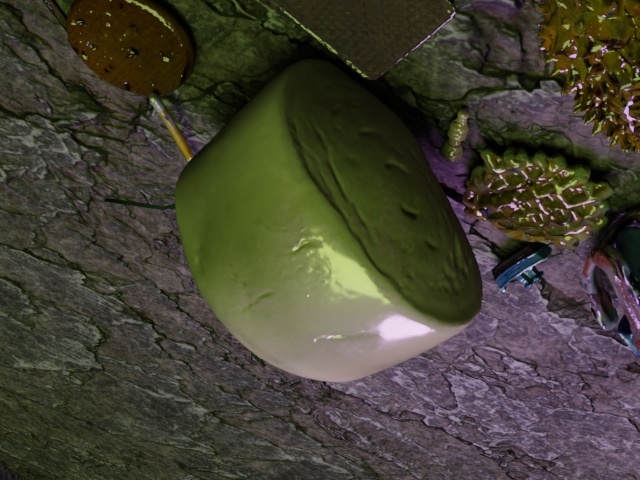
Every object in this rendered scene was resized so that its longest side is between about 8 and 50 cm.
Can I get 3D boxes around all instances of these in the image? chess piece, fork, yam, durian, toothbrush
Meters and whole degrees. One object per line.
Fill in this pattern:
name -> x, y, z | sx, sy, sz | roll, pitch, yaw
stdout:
chess piece -> 0.201, -0.159, 1.449 | 0.035, 0.035, 0.092 | 17, 142, 5
fork -> -0.311, -0.065, 1.850 | 0.235, 0.039, 0.021 | 9, 140, 21
yam -> -0.400, -0.341, 1.521 | 0.014, 0.014, 0.107 | 0, 142, 28
durian -> 0.362, -0.213, 1.217 | 0.191, 0.112, 0.341 | 3, 145, 21
toothbrush -> -0.227, -0.155, 1.659 | 0.024, 0.021, 0.288 | -3, 149, 13

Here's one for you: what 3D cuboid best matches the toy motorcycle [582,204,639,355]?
toy motorcycle -> 0.534, 0.083, 1.532 | 0.182, 0.241, 0.319 | -29, 128, -2

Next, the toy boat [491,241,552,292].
toy boat -> 0.337, 0.049, 1.642 | 0.061, 0.060, 0.137 | 47, 139, -1

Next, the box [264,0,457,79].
box -> 0.027, -0.352, 1.170 | 0.273, 0.143, 0.184 | 33, 145, -17

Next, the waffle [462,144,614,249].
waffle -> 0.329, -0.061, 1.498 | 0.224, 0.054, 0.204 | 18, 146, 5

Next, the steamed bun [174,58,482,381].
steamed bun -> 0.000, 0.000, 1.464 | 0.456, 0.290, 0.371 | 52, 138, -4

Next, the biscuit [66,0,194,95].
biscuit -> -0.288, -0.303, 1.497 | 0.212, 0.036, 0.212 | 13, 145, 9
